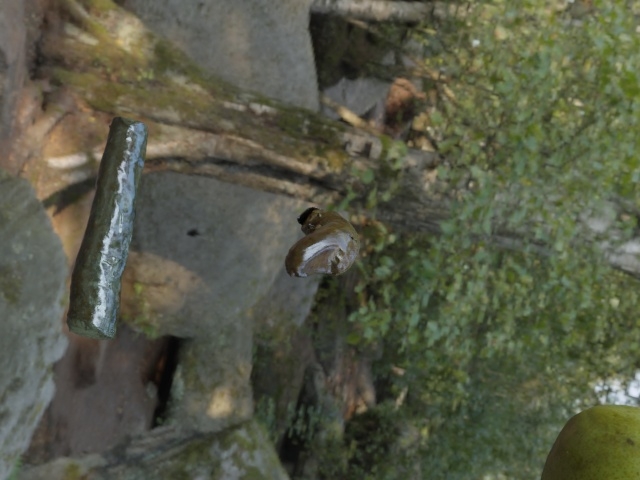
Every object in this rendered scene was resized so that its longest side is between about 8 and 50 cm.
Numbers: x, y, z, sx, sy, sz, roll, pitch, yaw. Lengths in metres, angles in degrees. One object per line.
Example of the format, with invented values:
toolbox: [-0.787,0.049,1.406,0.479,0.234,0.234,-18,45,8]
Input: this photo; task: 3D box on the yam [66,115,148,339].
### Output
yam: [-0.242,-0.020,0.921,0.061,0.061,0.274,100,-4,-68]

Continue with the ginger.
ginger: [0.013,0.005,1.503,0.309,0.133,0.107,-89,-156,-78]

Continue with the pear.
pear: [0.531,0.441,1.345,0.304,0.303,0.304,14,90,-88]
